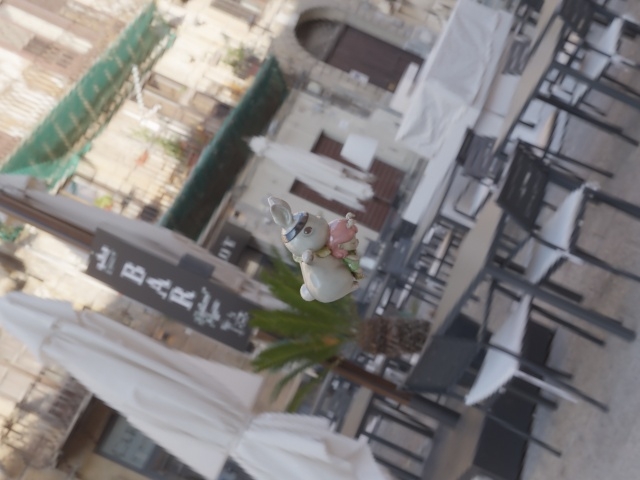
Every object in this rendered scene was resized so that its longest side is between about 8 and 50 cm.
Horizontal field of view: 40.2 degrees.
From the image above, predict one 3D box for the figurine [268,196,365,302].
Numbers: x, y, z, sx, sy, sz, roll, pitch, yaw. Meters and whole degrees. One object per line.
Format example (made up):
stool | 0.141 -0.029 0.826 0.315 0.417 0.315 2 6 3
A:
figurine | -0.001 -0.003 1.102 0.098 0.146 0.081 -28 24 -16
